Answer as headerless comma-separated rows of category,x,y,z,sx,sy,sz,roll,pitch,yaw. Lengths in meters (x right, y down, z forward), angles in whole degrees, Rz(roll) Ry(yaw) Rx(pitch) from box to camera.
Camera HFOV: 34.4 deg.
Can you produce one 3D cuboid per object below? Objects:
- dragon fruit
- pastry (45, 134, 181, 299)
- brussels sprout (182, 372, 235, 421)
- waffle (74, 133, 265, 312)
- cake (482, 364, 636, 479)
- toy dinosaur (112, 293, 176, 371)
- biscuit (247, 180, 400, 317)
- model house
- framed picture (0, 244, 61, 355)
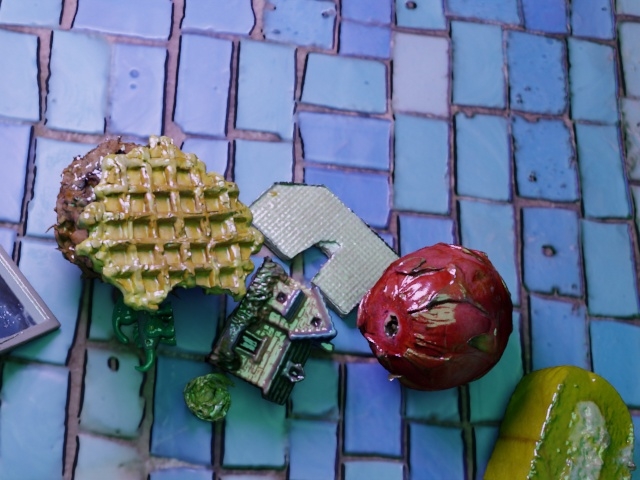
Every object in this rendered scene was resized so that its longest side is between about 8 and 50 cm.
dragon fruit,0.185,0.117,1.605,0.241,0.252,0.241,-3,82,22
pastry,-0.289,-0.029,1.592,0.275,0.193,0.275,16,47,-18
brussels sprout,-0.172,0.240,1.578,0.085,0.058,0.085,-1,93,-18
waffle,-0.212,-0.011,1.468,0.291,0.051,0.291,11,68,-29
cake,0.380,0.331,1.614,0.179,0.156,0.260,31,72,-18
toy dinosaur,-0.272,0.140,1.596,0.096,0.059,0.132,-6,64,-5
biscuit,0.000,0.000,1.704,0.250,0.046,0.147,43,69,4
model house,-0.062,0.148,1.583,0.172,0.166,0.183,31,79,-4
framed picture,-0.561,0.035,1.506,0.335,0.022,0.247,51,31,8
